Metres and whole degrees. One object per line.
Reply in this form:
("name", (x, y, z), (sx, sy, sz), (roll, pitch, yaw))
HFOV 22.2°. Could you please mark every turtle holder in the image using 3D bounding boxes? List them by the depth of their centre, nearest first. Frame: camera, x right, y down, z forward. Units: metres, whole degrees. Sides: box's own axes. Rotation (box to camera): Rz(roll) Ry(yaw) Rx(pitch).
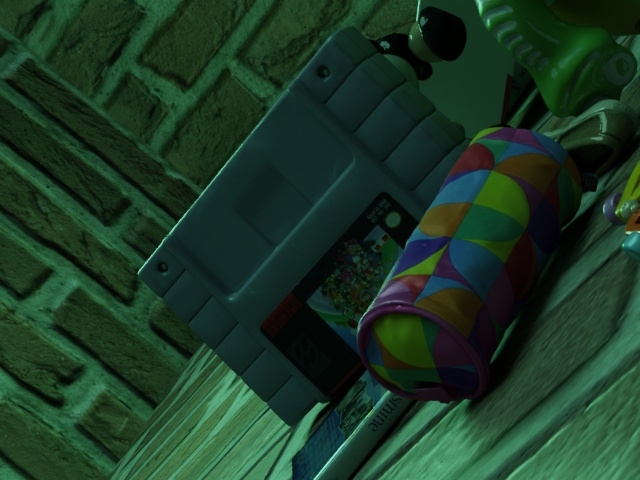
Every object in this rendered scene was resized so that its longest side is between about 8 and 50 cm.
("turtle holder", (0.238, -0.270, 1.320), (0.243, 0.227, 0.320), (-51, 16, 30))

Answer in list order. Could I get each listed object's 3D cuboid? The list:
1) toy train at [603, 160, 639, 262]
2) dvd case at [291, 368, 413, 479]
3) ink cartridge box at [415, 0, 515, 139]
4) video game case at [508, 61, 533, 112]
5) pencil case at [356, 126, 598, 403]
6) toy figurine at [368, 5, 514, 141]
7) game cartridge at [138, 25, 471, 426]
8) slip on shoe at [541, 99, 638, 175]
("toy train", (0.219, -0.047, 0.915), (0.166, 0.046, 0.125), (-55, 6, -12))
("dvd case", (0.063, 0.109, 1.338), (0.253, 0.022, 0.180), (-51, 3, 2))
("ink cartridge box", (0.165, -0.240, 1.847), (0.273, 0.114, 0.197), (-75, -8, -61))
("video game case", (0.143, -0.087, 2.085), (0.300, 0.036, 0.329), (-53, 4, -31))
("pencil case", (0.112, 0.016, 1.152), (0.104, 0.104, 0.236), (-46, 4, 47))
("toy figurine", (0.094, -0.103, 1.593), (0.148, 0.209, 0.213), (-28, 10, 33))
("game cartridge", (0.000, 0.000, 1.524), (0.355, 0.230, 0.068), (-48, -9, 35))
("slip on shoe", (0.195, -0.061, 1.265), (0.135, 0.051, 0.041), (-35, 27, 53))
